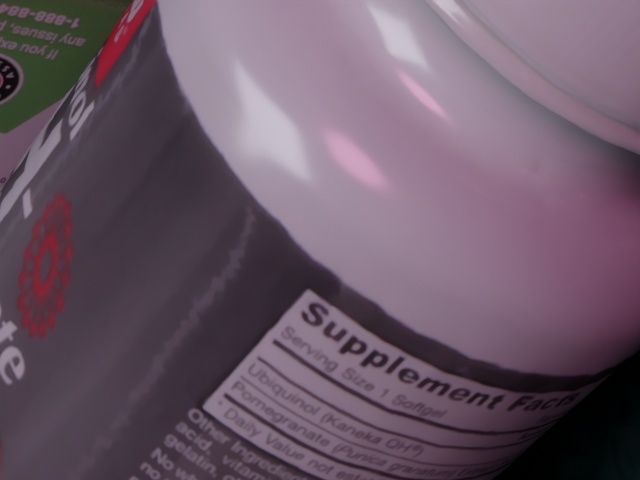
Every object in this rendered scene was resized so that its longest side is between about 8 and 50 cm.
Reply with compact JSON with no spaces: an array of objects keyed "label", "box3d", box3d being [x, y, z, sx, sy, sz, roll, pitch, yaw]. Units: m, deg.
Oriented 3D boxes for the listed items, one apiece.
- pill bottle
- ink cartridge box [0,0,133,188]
[{"label":"pill bottle","box3d":[0.000,0.000,0.550,0.318,0.176,0.176,-48,52,34]},{"label":"ink cartridge box","box3d":[-0.141,-0.029,0.696,0.278,0.201,0.117,-50,50,34]}]
